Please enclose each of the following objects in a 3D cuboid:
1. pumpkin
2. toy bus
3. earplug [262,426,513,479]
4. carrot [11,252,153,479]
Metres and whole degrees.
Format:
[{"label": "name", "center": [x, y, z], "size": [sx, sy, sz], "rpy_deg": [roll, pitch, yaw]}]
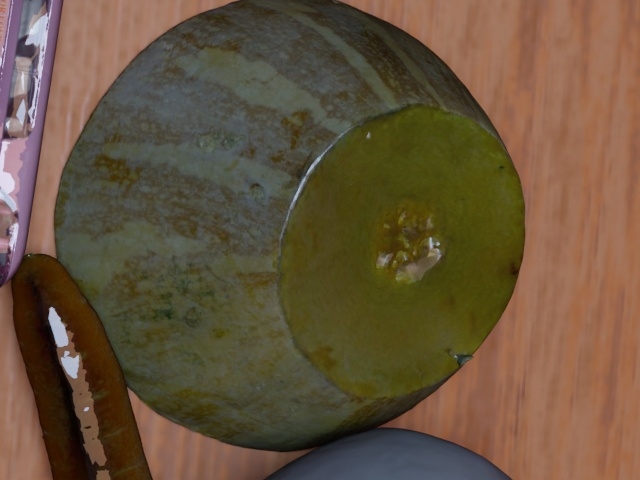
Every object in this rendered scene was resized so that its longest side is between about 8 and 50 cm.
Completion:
[{"label": "pumpkin", "center": [0.002, -0.005, 0.892], "size": [0.217, 0.110, 0.217], "rpy_deg": [-1, 93, -23]}, {"label": "toy bus", "center": [-0.160, -0.078, 0.851], "size": [0.090, 0.063, 0.203], "rpy_deg": [9, 90, -20]}, {"label": "earplug", "center": [-0.044, 0.192, 0.849], "size": [0.326, 0.214, 0.175], "rpy_deg": [-15, 72, -20]}, {"label": "carrot", "center": [-0.106, 0.071, 0.887], "size": [0.048, 0.048, 0.139], "rpy_deg": [-17, 100, -17]}]
